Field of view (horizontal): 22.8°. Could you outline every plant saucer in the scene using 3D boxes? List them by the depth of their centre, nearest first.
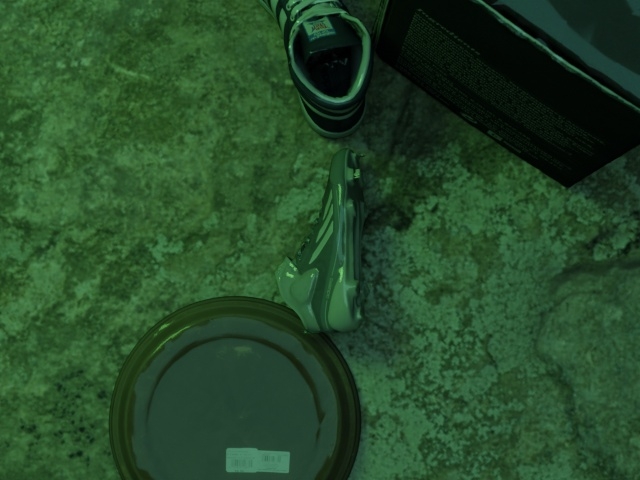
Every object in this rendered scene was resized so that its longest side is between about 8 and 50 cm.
[{"bbox_3d":[-0.094,0.198,1.733,0.278,0.041,0.278,0,85,-1],"label":"plant saucer"}]

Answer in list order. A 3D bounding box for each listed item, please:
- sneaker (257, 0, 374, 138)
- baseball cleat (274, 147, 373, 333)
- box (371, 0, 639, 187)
[{"bbox_3d":[-0.015,-0.256,1.716,0.099,0.153,0.282,-20,85,-3],"label":"sneaker"},{"bbox_3d":[0.000,0.000,1.736,0.109,0.072,0.206,-6,71,20],"label":"baseball cleat"},{"bbox_3d":[0.305,-0.343,1.568,0.297,0.472,0.480,35,86,3],"label":"box"}]
